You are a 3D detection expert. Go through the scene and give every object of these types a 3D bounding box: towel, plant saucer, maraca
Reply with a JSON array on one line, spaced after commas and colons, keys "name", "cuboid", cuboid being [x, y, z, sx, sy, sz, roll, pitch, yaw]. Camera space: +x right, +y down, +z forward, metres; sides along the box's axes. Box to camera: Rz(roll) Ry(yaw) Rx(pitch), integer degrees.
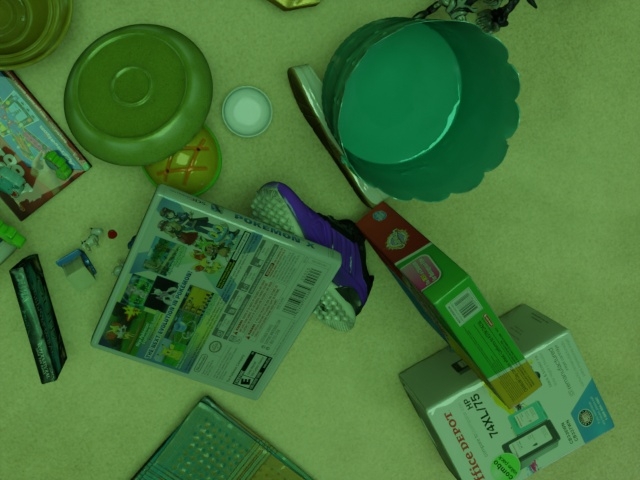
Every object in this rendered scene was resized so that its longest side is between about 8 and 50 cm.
[{"name": "towel", "cuboid": [-0.153, 0.480, 1.497, 0.370, 0.040, 0.271, 41, 92, -14]}, {"name": "plant saucer", "cuboid": [-0.289, -0.235, 1.314, 0.241, 0.037, 0.241, -1, 76, 5]}, {"name": "maraca", "cuboid": [-0.237, -0.153, 1.358, 0.127, 0.099, 0.186, -37, 85, -5]}]

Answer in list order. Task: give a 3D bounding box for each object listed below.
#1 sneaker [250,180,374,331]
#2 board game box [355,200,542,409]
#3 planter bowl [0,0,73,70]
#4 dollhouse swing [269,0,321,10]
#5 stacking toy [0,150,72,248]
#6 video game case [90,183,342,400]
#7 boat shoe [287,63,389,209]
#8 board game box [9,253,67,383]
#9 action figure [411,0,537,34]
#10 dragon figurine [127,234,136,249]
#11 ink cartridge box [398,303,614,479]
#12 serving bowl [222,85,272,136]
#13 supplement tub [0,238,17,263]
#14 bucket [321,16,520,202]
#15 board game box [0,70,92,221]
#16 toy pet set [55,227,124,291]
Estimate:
[{"name": "sneaker", "cuboid": [0.000, 0.000, 1.403, 0.146, 0.102, 0.293, -50, 123, -31]}, {"name": "board game box", "cuboid": [0.192, 0.092, 1.323, 0.064, 0.316, 0.242, -38, 117, -1]}, {"name": "planter bowl", "cuboid": [-0.489, -0.354, 1.277, 0.217, 0.090, 0.217, 1, 87, -22]}, {"name": "dollhouse swing", "cuboid": [-0.032, -0.570, 1.240, 0.347, 0.315, 0.305, 32, 72, -13]}, {"name": "stacking toy", "cuboid": [-0.506, -0.109, 1.275, 0.221, 0.052, 0.167, 37, 52, -18]}, {"name": "video game case", "cuboid": [-0.171, 0.095, 1.339, 0.300, 0.036, 0.329, 21, 122, -15]}, {"name": "boat shoe", "cuboid": [0.047, -0.185, 1.401, 0.096, 0.098, 0.277, -35, 111, -3]}, {"name": "board game box", "cuboid": [-0.447, 0.121, 1.349, 0.026, 0.126, 0.186, -13, 101, -6]}, {"name": "action figure", "cuboid": [0.236, -0.393, 1.377, 0.275, 0.141, 0.164, -37, 101, 14]}, {"name": "dragon figurine", "cuboid": [-0.169, 0.012, 1.397, 0.289, 0.085, 0.144, -14, 101, -5]}, {"name": "ink cartridge box", "cuboid": [0.310, 0.274, 1.456, 0.270, 0.197, 0.198, -29, 101, -3]}, {"name": "serving bowl", "cuboid": [-0.122, -0.213, 1.400, 0.083, 0.027, 0.083, -1, 98, -8]}, {"name": "supplement tub", "cuboid": [-0.586, -0.014, 1.297, 0.144, 0.144, 0.200, -43, 103, -1]}, {"name": "bucket", "cuboid": [0.138, -0.203, 1.264, 0.281, 0.183, 0.281, -4, 110, -12]}, {"name": "board game box", "cuboid": [-0.512, -0.183, 1.344, 0.145, 0.027, 0.281, -38, 102, -1]}, {"name": "toy pet set", "cuboid": [-0.364, 0.033, 1.390, 0.114, 0.065, 0.122, -31, 133, -6]}]
